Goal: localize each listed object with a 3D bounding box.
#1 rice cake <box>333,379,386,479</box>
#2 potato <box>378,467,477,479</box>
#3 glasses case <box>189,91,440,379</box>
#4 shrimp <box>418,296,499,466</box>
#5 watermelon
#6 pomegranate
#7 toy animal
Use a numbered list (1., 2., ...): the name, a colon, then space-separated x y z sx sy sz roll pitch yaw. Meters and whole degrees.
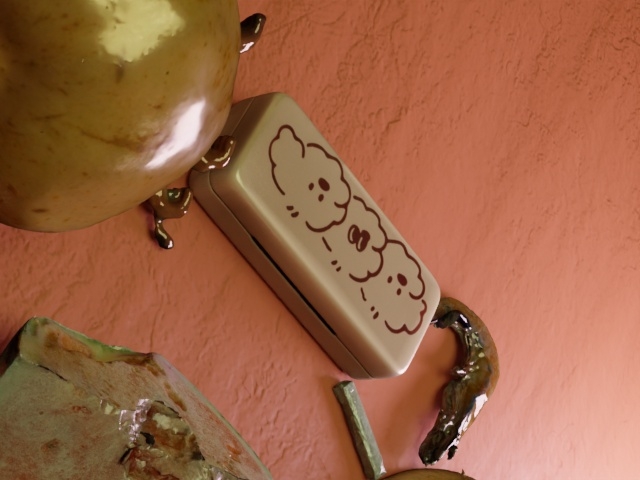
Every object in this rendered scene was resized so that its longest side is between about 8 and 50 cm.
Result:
1. rice cake: 0.045 0.214 1.972 0.022 0.021 0.121 -30 104 -41
2. potato: 0.153 0.382 2.002 0.299 0.116 0.239 11 80 -44
3. glasses case: 0.000 0.000 1.916 0.336 0.076 0.144 50 52 -30
4. shrimp: 0.151 0.161 2.075 0.152 0.046 0.219 54 45 -28
5. watermelon: -0.214 0.198 1.626 0.322 0.188 0.175 41 11 -28
6. pomegranate: -0.235 -0.175 1.506 0.342 0.342 0.342 10 77 -46
7. toy animal: -0.157 -0.166 1.776 0.157 0.097 0.312 26 67 -29
